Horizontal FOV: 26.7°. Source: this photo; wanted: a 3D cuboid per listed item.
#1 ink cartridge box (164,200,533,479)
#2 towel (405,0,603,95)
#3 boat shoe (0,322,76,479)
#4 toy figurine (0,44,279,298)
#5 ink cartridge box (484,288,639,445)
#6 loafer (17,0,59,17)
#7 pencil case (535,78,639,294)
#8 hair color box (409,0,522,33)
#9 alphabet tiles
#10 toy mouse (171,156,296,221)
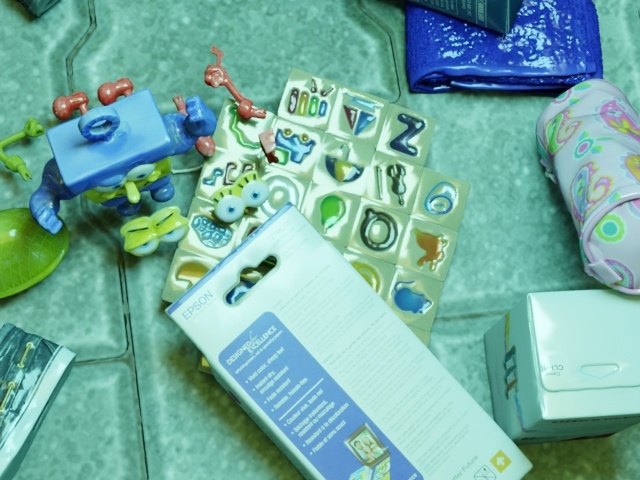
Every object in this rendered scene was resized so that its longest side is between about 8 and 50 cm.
[{"bbox_3d":[0.027,0.154,1.365,0.175,0.069,0.371,-42,91,-16],"label":"ink cartridge box"},{"bbox_3d":[0.206,-0.316,1.538,0.227,0.076,0.308,0,74,-9],"label":"towel"},{"bbox_3d":[-0.321,0.173,1.333,0.083,0.065,0.183,26,65,2],"label":"boat shoe"},{"bbox_3d":[-0.229,-0.092,1.307,0.362,0.217,0.191,-21,76,-3],"label":"toy figurine"},{"bbox_3d":[0.253,0.130,1.361,0.128,0.176,0.127,-3,74,-9],"label":"ink cartridge box"},{"bbox_3d":[-0.241,-0.324,1.483,0.223,0.076,0.078,-35,86,-11],"label":"loafer"},{"bbox_3d":[0.296,-0.060,1.376,0.124,0.124,0.284,-1,29,-2],"label":"pencil case"},{"bbox_3d":[0.076,-0.374,1.475,0.347,0.105,0.174,21,77,13],"label":"hair color box"},{"bbox_3d":[0.000,0.000,1.428,0.285,0.011,0.343,18,77,-8],"label":"alphabet tiles"},{"bbox_3d":[-0.091,-0.066,1.447,0.143,0.031,0.161,13,73,-4],"label":"toy mouse"}]
